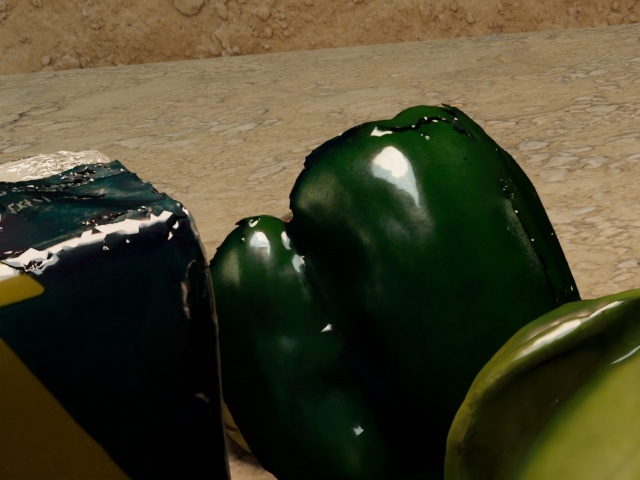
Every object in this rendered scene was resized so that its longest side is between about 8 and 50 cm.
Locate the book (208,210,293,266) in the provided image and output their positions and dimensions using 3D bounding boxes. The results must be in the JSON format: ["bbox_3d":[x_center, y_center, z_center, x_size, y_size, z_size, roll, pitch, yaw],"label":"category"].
[{"bbox_3d":[0.000,0.000,1.375,0.168,0.013,0.192,-4,18,32],"label":"book"}]

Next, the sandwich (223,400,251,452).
[{"bbox_3d":[0.020,0.074,1.293,0.271,0.099,0.301,-13,17,-13],"label":"sandwich"}]

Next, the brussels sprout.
[{"bbox_3d":[0.204,0.141,0.717,0.294,0.227,0.259,15,8,-19],"label":"brussels sprout"}]

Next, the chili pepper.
[{"bbox_3d":[0.066,0.056,1.018,0.233,0.257,0.248,2,-37,-46],"label":"chili pepper"}]

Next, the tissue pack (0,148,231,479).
[{"bbox_3d":[-0.289,0.118,0.980,0.416,0.264,0.253,-15,24,-23],"label":"tissue pack"}]
